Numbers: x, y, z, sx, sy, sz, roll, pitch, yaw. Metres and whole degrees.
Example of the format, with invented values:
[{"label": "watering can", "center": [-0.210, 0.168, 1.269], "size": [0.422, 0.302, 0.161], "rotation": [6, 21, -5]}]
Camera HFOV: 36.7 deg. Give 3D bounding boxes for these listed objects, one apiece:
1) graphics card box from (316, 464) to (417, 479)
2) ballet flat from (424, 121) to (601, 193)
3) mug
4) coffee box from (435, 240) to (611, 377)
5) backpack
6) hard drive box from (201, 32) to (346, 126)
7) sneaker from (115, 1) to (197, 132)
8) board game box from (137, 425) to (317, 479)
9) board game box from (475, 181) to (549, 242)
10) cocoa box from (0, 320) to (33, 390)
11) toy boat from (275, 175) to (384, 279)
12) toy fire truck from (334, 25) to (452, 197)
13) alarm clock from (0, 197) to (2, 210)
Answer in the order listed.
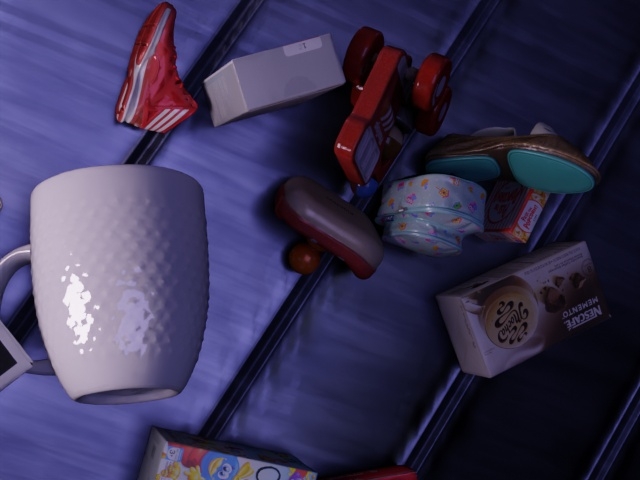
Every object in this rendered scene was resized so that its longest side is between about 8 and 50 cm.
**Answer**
[{"label": "graphics card box", "center": [0.074, 0.619, 1.791], "size": [0.232, 0.094, 0.371], "rotation": [-6, 91, -19]}, {"label": "ballet flat", "center": [0.361, -0.162, 1.799], "size": [0.116, 0.342, 0.124], "rotation": [58, 48, -39]}, {"label": "mug", "center": [-0.356, 0.089, 1.520], "size": [0.374, 0.276, 0.328], "rotation": [-9, 73, 7]}, {"label": "coffee box", "center": [0.399, 0.129, 1.894], "size": [0.297, 0.119, 0.168], "rotation": [-22, 96, -18]}, {"label": "backpack", "center": [0.208, -0.049, 1.770], "size": [0.166, 0.188, 0.144], "rotation": [21, 65, -31]}, {"label": "hard drive box", "center": [-0.086, -0.271, 1.661], "size": [0.181, 0.232, 0.089], "rotation": [-19, 96, -19]}, {"label": "sneaker", "center": [-0.266, -0.294, 1.688], "size": [0.128, 0.087, 0.221], "rotation": [20, 96, -27]}, {"label": "board game box", "center": [-0.168, 0.430, 1.678], "size": [0.275, 0.144, 0.142], "rotation": [16, 85, -18]}, {"label": "board game box", "center": [0.386, -0.088, 1.876], "size": [0.045, 0.147, 0.193], "rotation": [31, 79, -18]}, {"label": "cocoa box", "center": [-0.644, 0.211, 1.378], "size": [0.347, 0.228, 0.231], "rotation": [-41, 100, -40]}, {"label": "toy boat", "center": [0.000, 0.000, 1.759], "size": [0.231, 0.151, 0.151], "rotation": [33, 110, -16]}, {"label": "toy fire truck", "center": [0.107, -0.211, 1.712], "size": [0.169, 0.302, 0.254], "rotation": [25, 80, 14]}, {"label": "alarm clock", "center": [-0.588, 0.000, 1.570], "size": [0.129, 0.064, 0.192], "rotation": [41, 80, -15]}]
